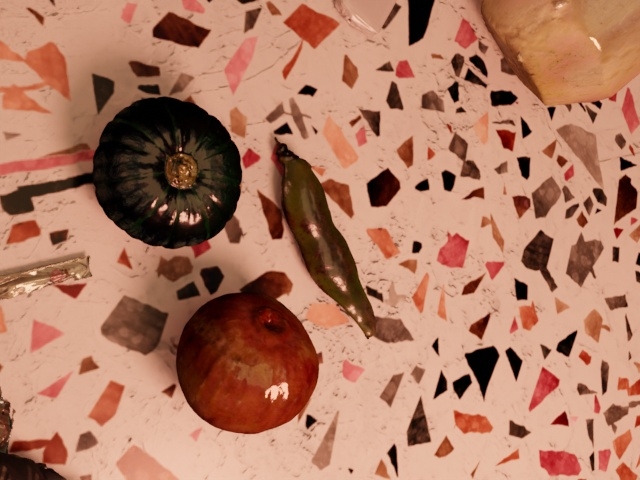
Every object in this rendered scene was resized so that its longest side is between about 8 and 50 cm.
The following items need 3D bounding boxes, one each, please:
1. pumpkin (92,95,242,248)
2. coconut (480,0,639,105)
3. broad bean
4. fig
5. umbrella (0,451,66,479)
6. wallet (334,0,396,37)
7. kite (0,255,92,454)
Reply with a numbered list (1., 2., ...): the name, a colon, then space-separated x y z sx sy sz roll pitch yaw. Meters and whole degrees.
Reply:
1. pumpkin: -0.196 -0.088 0.921 0.202 0.140 0.202 2 85 -27
2. coconut: 0.464 -0.424 1.228 0.352 0.352 0.353 2 87 -30
3. broad bean: 0.000 0.000 1.073 0.077 0.061 0.339 -32 103 -39
4. fig: -0.101 0.171 0.949 0.205 0.205 0.205 2 87 -30
5. umbrella: -0.413 0.277 0.795 0.336 0.154 0.128 39 66 -43
6. wallet: 0.091 -0.427 1.165 0.095 0.033 0.190 36 71 -22
7. kite: -0.454 0.080 0.837 0.368 0.014 0.406 -16 94 -30
